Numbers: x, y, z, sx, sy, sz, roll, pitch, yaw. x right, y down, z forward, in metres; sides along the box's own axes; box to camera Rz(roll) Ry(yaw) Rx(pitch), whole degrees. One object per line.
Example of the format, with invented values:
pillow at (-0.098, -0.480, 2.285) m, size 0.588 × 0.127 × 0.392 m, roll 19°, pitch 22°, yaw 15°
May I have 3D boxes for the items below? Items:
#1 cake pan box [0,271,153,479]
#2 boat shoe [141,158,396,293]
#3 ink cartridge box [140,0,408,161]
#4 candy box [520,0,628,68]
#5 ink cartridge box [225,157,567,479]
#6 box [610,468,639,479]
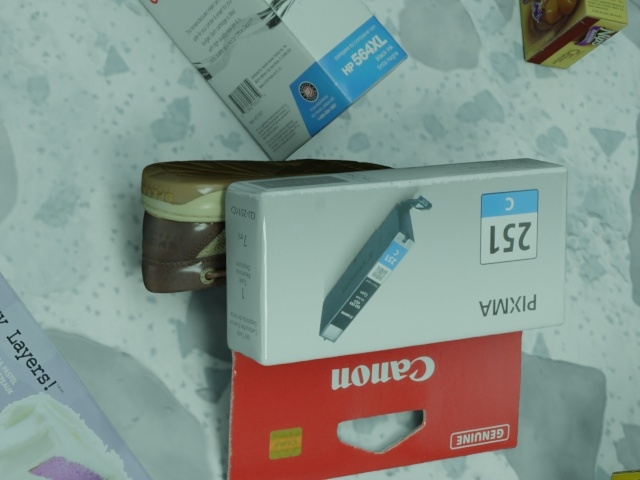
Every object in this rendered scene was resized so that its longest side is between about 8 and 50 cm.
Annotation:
cake pan box at (-0.289, 0.155, 1.416) m, size 0.246 × 0.070 × 0.267 m, roll -35°, pitch 90°, yaw -35°
boat shoe at (0.000, 0.000, 1.616) m, size 0.342 × 0.123 × 0.123 m, roll -1°, pitch 102°, yaw -37°
ink cartridge box at (-0.046, -0.186, 1.625) m, size 0.086 × 0.148 × 0.203 m, roll -41°, pitch 93°, yaw -32°
candy box at (0.236, -0.271, 1.831) m, size 0.053 × 0.109 × 0.187 m, roll 9°, pitch 67°, yaw -25°
ink cartridge box at (0.065, 0.073, 1.566) m, size 0.296 × 0.066 × 0.261 m, roll -6°, pitch 103°, yaw -30°
box at (0.368, 0.361, 1.562) m, size 0.290 × 0.177 × 0.279 m, roll 35°, pitch 56°, yaw -43°
